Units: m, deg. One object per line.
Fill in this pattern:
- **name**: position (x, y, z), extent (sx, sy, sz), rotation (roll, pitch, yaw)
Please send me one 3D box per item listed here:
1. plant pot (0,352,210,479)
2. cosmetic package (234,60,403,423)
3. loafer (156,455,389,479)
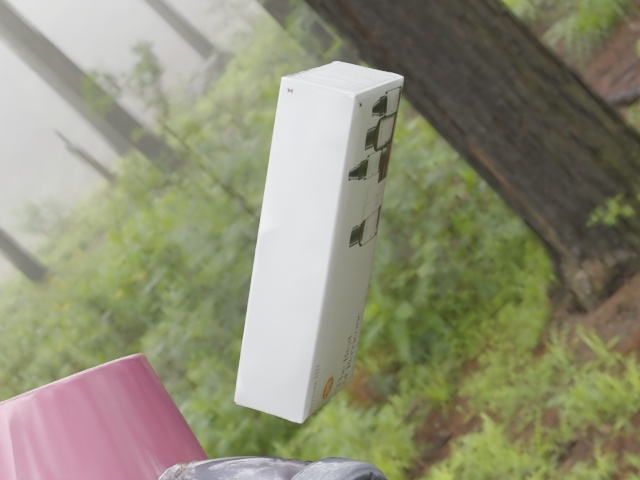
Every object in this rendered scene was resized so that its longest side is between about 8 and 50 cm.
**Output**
- **plant pot**: position (-0.137, 0.175, 0.863), extent (0.201, 0.180, 0.201), rotation (-21, -3, -1)
- **cosmetic package**: position (0.000, 0.000, 1.001), extent (0.099, 0.060, 0.239), rotation (-28, -49, -62)
- **loafer**: position (-0.005, 0.222, 0.598), extent (0.095, 0.302, 0.109), rotation (6, 24, 32)
